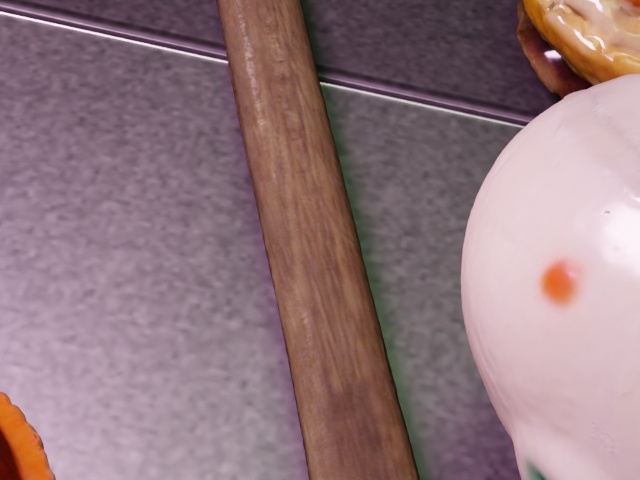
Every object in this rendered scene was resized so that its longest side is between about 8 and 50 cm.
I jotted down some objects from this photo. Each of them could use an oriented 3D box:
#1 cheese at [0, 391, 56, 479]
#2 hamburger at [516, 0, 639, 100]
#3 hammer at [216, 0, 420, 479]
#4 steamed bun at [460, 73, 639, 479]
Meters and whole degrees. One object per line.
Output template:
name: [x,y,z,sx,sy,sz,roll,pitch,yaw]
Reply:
cheese: [-0.204,0.081,0.395,0.329,0.129,0.217,13,41,28]
hamburger: [0.202,-0.128,0.601,0.244,0.163,0.244,2,50,-3]
hammer: [0.000,0.000,0.547,0.111,0.043,0.365,-4,49,-10]
steamed bun: [0.139,0.049,0.447,0.228,0.130,0.177,24,21,-13]
